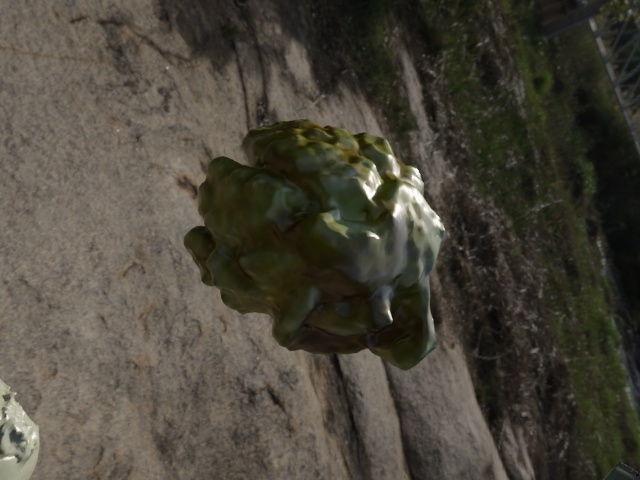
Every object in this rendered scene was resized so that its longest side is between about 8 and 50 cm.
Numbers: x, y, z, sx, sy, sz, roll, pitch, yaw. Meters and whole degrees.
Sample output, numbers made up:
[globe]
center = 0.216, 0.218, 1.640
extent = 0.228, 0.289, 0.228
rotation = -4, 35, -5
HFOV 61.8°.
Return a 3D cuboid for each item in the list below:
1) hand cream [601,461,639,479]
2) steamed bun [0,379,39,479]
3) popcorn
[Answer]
[hand cream]
center = 0.439, 0.420, 0.832
extent = 0.047, 0.174, 0.076
rotation = 58, -12, -17
[steamed bun]
center = -0.553, 0.253, 0.647
extent = 0.312, 0.334, 0.232
rotation = -55, 150, -47
[popcorn]
center = 0.007, 0.002, 0.669
extent = 0.336, 0.274, 0.279
rotation = 16, 92, -46
